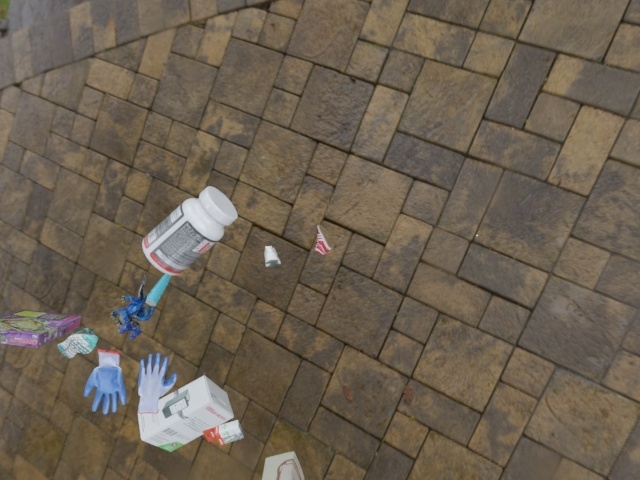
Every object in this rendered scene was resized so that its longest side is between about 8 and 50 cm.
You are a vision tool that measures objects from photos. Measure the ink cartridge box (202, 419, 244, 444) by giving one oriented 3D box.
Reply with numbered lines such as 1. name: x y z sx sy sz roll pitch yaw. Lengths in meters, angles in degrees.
1. ink cartridge box: -0.303 0.606 1.375 0.115 0.029 0.063 -16 123 -5

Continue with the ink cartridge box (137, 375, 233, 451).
1. ink cartridge box: -0.515 0.674 1.708 0.289 0.211 0.121 -28 49 -3

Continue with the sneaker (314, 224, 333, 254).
1. sneaker: 0.000 0.000 1.689 0.067 0.042 0.118 -43 54 30

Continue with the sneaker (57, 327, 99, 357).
1. sneaker: -0.630 0.259 1.170 0.166 0.076 0.065 -18 114 35

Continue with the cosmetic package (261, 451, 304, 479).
1. cosmetic package: -0.145 0.968 1.652 0.129 0.296 0.153 -17 107 5

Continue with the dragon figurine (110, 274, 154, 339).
1. dragon figurine: -0.697 0.260 1.688 0.144 0.289 0.085 0 127 19

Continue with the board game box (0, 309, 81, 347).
1. board game box: -0.981 0.290 1.485 0.208 0.347 0.056 5 88 -9

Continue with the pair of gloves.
1. pair of gloves: -0.439 0.331 1.022 0.198 0.023 0.159 9 99 -12

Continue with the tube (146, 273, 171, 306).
1. tube: -0.688 0.188 1.919 0.052 0.207 0.080 36 142 -17

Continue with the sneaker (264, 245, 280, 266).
1. sneaker: -0.170 0.056 1.538 0.053 0.152 0.061 -12 77 -9

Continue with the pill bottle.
1. pill bottle: -0.528 -0.040 1.798 0.363 0.210 0.210 -38 78 12
